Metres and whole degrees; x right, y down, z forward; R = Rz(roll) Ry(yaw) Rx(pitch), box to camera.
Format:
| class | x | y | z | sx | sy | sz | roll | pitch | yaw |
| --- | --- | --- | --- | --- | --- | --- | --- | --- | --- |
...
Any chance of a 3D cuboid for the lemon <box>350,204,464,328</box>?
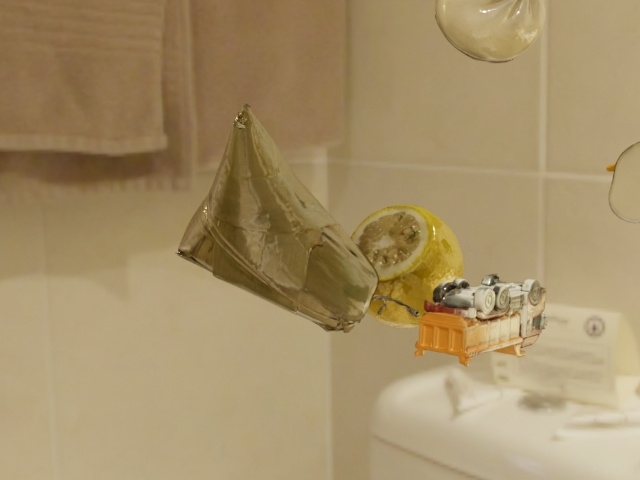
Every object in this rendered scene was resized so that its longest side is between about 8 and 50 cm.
| class | x | y | z | sx | sy | sz | roll | pitch | yaw |
| --- | --- | --- | --- | --- | --- | --- | --- | --- | --- |
| lemon | 0.175 | 0.064 | 1.942 | 0.241 | 0.219 | 0.240 | -18 | 45 | 18 |

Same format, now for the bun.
| class | x | y | z | sx | sy | sz | roll | pitch | yaw |
| --- | --- | --- | --- | --- | --- | --- | --- | --- | --- |
| bun | 0.264 | -0.363 | 1.472 | 0.173 | 0.172 | 0.120 | -4 | -25 | -18 |

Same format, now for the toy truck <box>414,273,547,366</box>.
| class | x | y | z | sx | sy | sz | roll | pitch | yaw |
| --- | --- | --- | --- | --- | --- | --- | --- | --- | --- |
| toy truck | 0.273 | 0.132 | 1.603 | 0.114 | 0.135 | 0.270 | 8 | 8 | 39 |

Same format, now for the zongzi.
| class | x | y | z | sx | sy | sz | roll | pitch | yaw |
| --- | --- | --- | --- | --- | --- | --- | --- | --- | --- |
| zongzi | 0.000 | 0.000 | 1.635 | 0.447 | 0.418 | 0.181 | 27 | 53 | 0 |

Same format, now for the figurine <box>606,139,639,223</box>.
| class | x | y | z | sx | sy | sz | roll | pitch | yaw |
| --- | --- | --- | --- | --- | --- | --- | --- | --- | --- |
| figurine | 0.697 | -0.160 | 1.983 | 0.250 | 0.166 | 0.141 | -40 | 7 | 30 |
